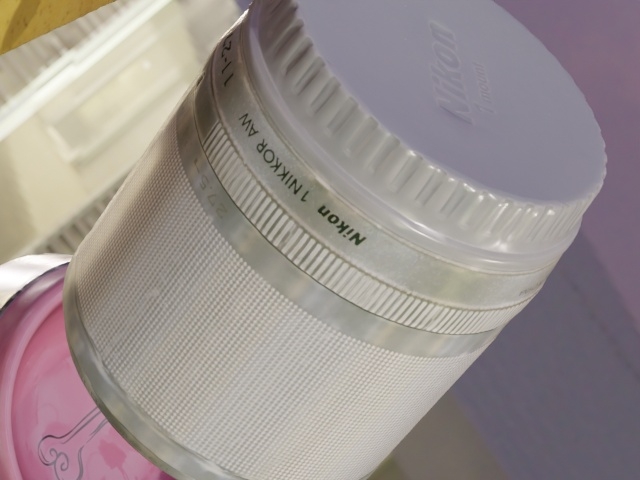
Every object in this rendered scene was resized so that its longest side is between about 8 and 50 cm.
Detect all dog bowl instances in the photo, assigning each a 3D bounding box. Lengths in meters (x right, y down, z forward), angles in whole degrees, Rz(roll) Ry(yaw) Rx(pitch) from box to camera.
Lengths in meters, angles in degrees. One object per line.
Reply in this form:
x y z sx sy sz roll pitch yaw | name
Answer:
-0.231 0.202 1.888 0.150 0.408 0.408 -17 -62 49 | dog bowl

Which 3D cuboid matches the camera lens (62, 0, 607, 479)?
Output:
0.000 0.000 0.991 0.219 0.274 0.219 25 36 -20 | camera lens

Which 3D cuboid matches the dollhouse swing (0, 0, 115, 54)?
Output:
-0.314 -0.251 1.123 0.305 0.347 0.315 37 -43 22 | dollhouse swing
